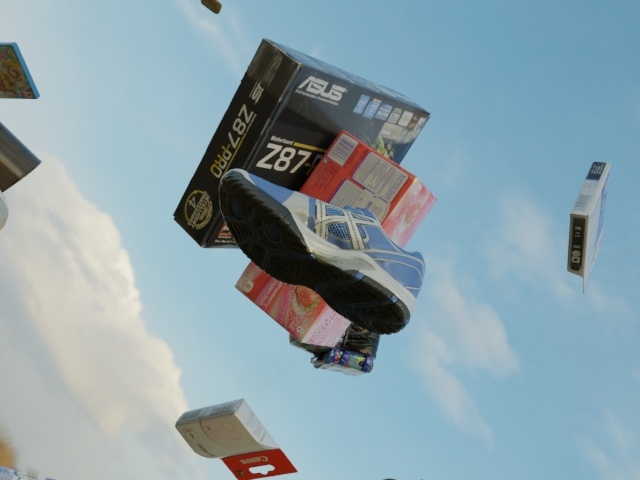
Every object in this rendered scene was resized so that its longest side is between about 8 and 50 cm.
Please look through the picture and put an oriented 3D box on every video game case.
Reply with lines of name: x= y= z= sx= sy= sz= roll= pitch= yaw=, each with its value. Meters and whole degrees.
video game case: x=-0.658 y=-0.341 z=1.399 sx=0.166 sy=0.015 sz=0.119 roll=5 pitch=-48 yaw=19

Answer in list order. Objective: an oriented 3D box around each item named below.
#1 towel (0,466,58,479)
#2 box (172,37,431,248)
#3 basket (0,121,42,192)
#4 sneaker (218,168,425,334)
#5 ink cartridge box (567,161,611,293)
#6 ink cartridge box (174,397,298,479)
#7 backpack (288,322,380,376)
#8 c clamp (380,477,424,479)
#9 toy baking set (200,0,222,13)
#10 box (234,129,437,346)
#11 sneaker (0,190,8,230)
towel: x=-0.657 y=0.558 z=1.383 sx=0.034 sy=0.209 sz=0.285 roll=13 pitch=-18 yaw=37
box: x=-0.017 y=-0.133 z=1.164 sx=0.097 sy=0.395 sz=0.318 roll=41 pitch=-69 yaw=30
basket: x=-0.701 y=-0.196 z=1.366 sx=0.204 sy=0.154 sz=0.227 roll=-20 pitch=-63 yaw=30
sneaker: x=0.000 y=0.000 z=0.633 sx=0.211 sy=0.081 sz=0.080 roll=35 pitch=-39 yaw=5
ink cartridge box: x=0.570 y=-0.029 z=1.478 sx=0.045 sy=0.206 sz=0.208 roll=10 pitch=-49 yaw=29
ink cartridge box: x=-0.188 y=0.464 z=1.546 sx=0.189 sy=0.066 sz=0.232 roll=-20 pitch=-72 yaw=32
backpack: x=0.015 y=0.194 z=1.376 sx=0.173 sy=0.117 sz=0.158 roll=17 pitch=-19 yaw=-16
c clamp: x=0.105 y=0.422 z=1.056 sx=0.137 sy=0.161 sz=0.022 roll=10 pitch=-41 yaw=52
toy baking set: x=-0.268 y=-0.547 z=1.293 sx=0.196 sy=0.030 sz=0.256 roll=20 pitch=-40 yaw=24
box: x=0.029 y=0.003 z=1.092 sx=0.154 sy=0.300 sz=0.142 roll=36 pitch=4 yaw=26
sneaker: x=-0.524 y=-0.073 z=0.864 sx=0.262 sy=0.099 sz=0.121 roll=32 pitch=8 yaw=-25
